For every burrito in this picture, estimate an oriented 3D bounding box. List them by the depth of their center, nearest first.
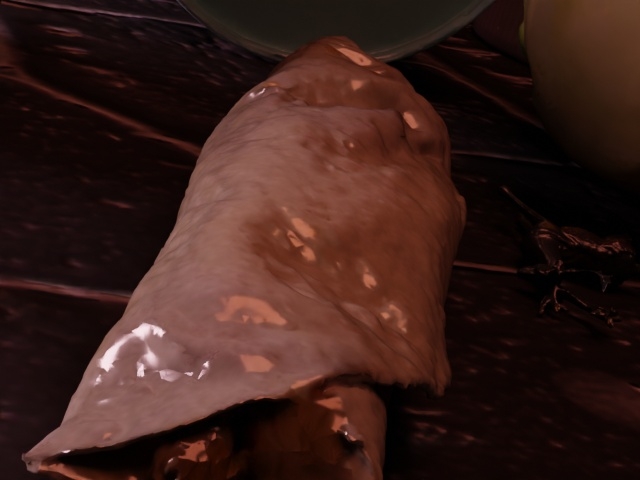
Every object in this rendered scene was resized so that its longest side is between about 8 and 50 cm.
[{"bbox_3d":[0.000,0.000,0.518,0.117,0.076,0.392,24,25,-2],"label":"burrito"}]

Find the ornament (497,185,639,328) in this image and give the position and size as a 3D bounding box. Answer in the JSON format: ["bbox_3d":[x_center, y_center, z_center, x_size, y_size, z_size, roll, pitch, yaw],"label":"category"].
[{"bbox_3d":[0.128,0.010,0.644,0.073,0.028,0.125,13,21,-9],"label":"ornament"}]

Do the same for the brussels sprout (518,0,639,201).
[{"bbox_3d":[0.267,-0.139,0.786,0.371,0.276,0.315,-1,44,-39],"label":"brussels sprout"}]

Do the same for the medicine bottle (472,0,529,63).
[{"bbox_3d":[0.235,-0.274,1.055,0.165,0.273,0.165,16,22,-6],"label":"medicine bottle"}]

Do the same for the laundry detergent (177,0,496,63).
[{"bbox_3d":[-0.011,-0.304,0.926,0.287,0.287,0.305,10,24,-18],"label":"laundry detergent"}]
